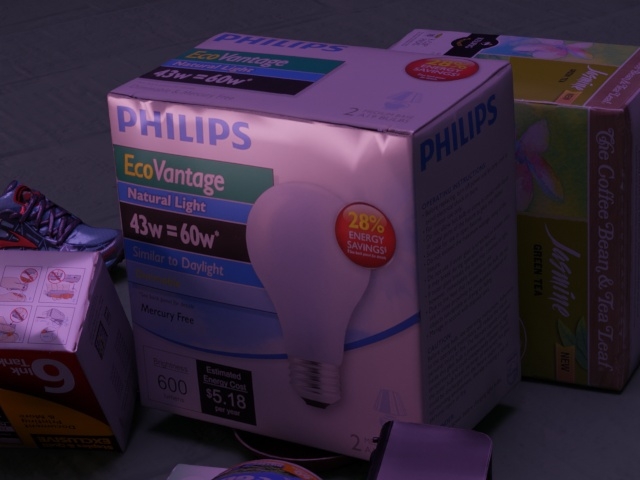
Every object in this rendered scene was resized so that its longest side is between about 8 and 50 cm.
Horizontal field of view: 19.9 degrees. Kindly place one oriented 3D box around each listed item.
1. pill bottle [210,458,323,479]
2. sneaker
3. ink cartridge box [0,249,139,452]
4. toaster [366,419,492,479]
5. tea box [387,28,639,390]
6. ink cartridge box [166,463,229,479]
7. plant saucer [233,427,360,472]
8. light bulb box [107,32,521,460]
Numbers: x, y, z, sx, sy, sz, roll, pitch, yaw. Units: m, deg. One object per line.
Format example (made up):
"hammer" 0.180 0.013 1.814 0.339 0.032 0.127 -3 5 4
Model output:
"pill bottle" -0.066 0.269 1.442 0.152 0.152 0.272 0 3 10
"sneaker" -0.373 -0.012 2.328 0.262 0.125 0.104 1 24 13
"ink cartridge box" -0.357 0.134 1.925 0.309 0.272 0.130 1 54 12
"toaster" 0.088 0.265 1.556 0.110 0.168 0.185 1 23 11
"tea box" 0.217 -0.042 2.043 0.324 0.329 0.220 6 25 24
"ink cartridge box" -0.059 0.282 1.690 0.225 0.056 0.181 1 24 17
"plant saucer" -0.006 0.198 1.904 0.168 0.029 0.168 -4 24 2
"light bulb box" 0.000 0.000 1.871 0.358 0.361 0.225 9 26 29
